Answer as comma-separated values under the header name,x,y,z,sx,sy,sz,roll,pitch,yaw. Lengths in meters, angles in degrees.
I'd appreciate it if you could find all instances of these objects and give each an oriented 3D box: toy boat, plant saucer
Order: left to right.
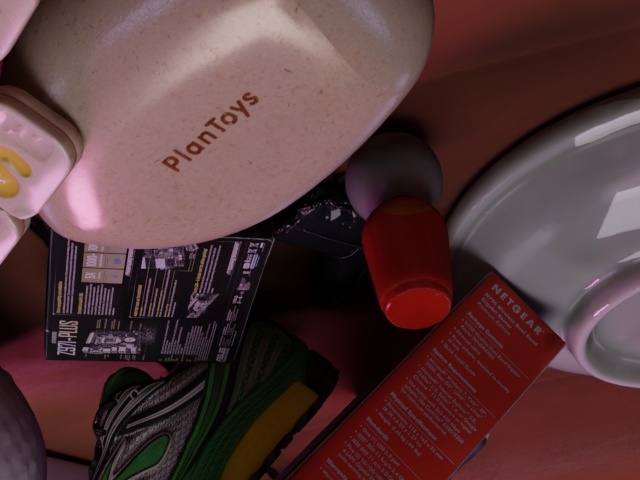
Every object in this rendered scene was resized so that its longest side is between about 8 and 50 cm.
name,x,y,z,sx,sy,sz,roll,pitch,yaw
toy boat,-0.028,-0.070,0.679,0.267,0.148,0.318,-31,132,25
plant saucer,0.296,0.027,0.902,0.401,0.100,0.400,-5,147,-3

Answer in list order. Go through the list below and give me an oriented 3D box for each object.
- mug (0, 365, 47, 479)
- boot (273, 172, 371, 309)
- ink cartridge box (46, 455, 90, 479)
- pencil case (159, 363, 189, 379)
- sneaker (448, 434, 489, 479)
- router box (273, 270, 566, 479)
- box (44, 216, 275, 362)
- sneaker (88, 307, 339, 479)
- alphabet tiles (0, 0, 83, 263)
name,x,y,z,sx,sy,sz,roll,pitch,yaw
mug,-0.408,0.184,0.840,0.374,0.276,0.328,-34,148,14
boot,0.000,0.001,0.858,0.099,0.045,0.121,17,133,-35
ink cartridge box,-0.270,0.356,1.191,0.306,0.226,0.131,22,138,-38
pencil case,-0.130,0.183,1.077,0.088,0.086,0.206,0,147,-21
sneaker,0.059,0.299,1.232,0.131,0.148,0.350,16,141,-31
router box,0.014,0.203,0.928,0.301,0.082,0.335,-42,173,-30
box,-0.122,0.014,0.826,0.147,0.077,0.180,2,146,-13
sneaker,-0.145,0.194,0.923,0.146,0.343,0.134,40,161,4
alphabet tiles,-0.265,-0.092,0.583,0.284,0.021,0.278,36,133,-14
